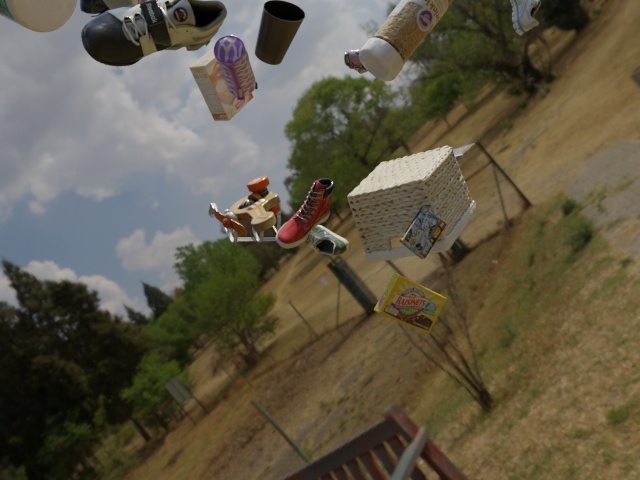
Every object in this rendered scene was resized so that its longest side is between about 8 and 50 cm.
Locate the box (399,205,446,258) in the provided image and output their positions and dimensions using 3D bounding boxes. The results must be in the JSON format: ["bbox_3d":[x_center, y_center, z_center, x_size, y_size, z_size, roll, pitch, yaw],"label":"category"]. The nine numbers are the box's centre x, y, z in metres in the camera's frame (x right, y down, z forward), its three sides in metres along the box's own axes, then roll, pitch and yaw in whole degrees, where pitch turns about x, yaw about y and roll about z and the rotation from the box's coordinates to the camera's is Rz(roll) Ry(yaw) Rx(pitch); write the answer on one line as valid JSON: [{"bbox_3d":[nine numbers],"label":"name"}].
[{"bbox_3d":[0.316,-0.024,1.880,0.137,0.094,0.027,-54,10,-17],"label":"box"}]

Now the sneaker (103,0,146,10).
[{"bbox_3d":[-0.539,-0.740,1.774,0.161,0.102,0.282,-38,43,-23],"label":"sneaker"}]

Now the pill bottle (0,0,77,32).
[{"bbox_3d":[-0.850,-0.716,1.656,0.204,0.361,0.204,-43,-31,-33],"label":"pill bottle"}]

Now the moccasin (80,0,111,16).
[{"bbox_3d":[-0.761,-0.913,2.250,0.342,0.116,0.138,-71,3,-50],"label":"moccasin"}]

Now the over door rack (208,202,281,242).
[{"bbox_3d":[-0.292,-0.091,2.459,0.239,0.324,0.108,0,-66,-28],"label":"over door rack"}]

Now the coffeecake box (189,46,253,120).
[{"bbox_3d":[-0.300,-0.484,1.874,0.068,0.186,0.142,7,46,33],"label":"coffeecake box"}]

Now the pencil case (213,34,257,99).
[{"bbox_3d":[-0.221,-0.445,1.585,0.206,0.086,0.088,74,-157,-76],"label":"pencil case"}]

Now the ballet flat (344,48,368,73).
[{"bbox_3d":[0.140,-0.578,1.962,0.079,0.077,0.221,2,11,18],"label":"ballet flat"}]

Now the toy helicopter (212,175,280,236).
[{"bbox_3d":[-0.243,-0.095,2.127,0.234,0.140,0.355,-25,22,-9],"label":"toy helicopter"}]

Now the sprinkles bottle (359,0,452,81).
[{"bbox_3d":[0.253,-0.606,1.672,0.355,0.121,0.121,-53,1,-8],"label":"sprinkles bottle"}]

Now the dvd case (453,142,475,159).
[{"bbox_3d":[0.484,-0.319,2.320,0.164,0.018,0.221,-14,13,31],"label":"dvd case"}]

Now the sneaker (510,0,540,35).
[{"bbox_3d":[0.623,-0.728,1.854,0.082,0.191,0.071,-11,0,40],"label":"sneaker"}]

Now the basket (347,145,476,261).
[{"bbox_3d":[0.312,-0.124,2.117,0.328,0.267,0.331,-10,23,37],"label":"basket"}]

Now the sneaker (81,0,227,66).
[{"bbox_3d":[-0.347,-0.470,1.311,0.330,0.123,0.146,-30,9,-38],"label":"sneaker"}]

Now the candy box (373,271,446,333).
[{"bbox_3d":[0.225,0.157,1.509,0.027,0.205,0.105,26,91,50],"label":"candy box"}]

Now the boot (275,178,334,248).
[{"bbox_3d":[-0.048,-0.095,1.923,0.244,0.088,0.176,-43,-22,-35],"label":"boot"}]

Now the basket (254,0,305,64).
[{"bbox_3d":[-0.187,-0.879,2.601,0.204,0.154,0.227,-24,-26,-41],"label":"basket"}]

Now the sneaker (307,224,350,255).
[{"bbox_3d":[0.000,0.000,2.053,0.086,0.192,0.064,-24,-50,-50],"label":"sneaker"}]
